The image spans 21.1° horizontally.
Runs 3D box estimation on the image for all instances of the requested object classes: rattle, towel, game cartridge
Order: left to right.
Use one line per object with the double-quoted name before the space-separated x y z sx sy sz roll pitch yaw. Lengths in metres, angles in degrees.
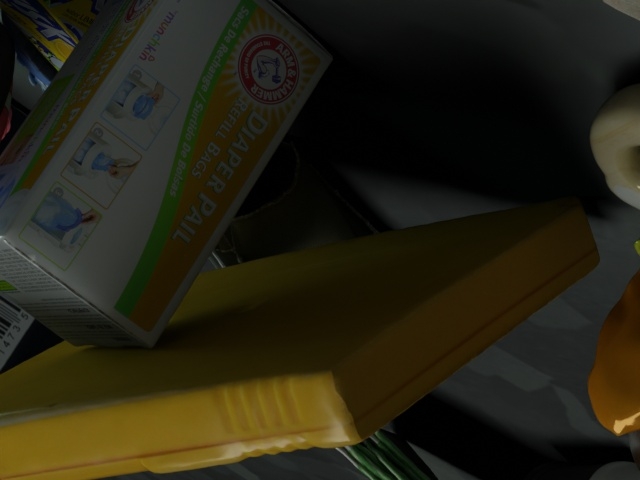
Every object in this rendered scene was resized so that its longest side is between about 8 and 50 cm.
"game cartridge" -0.034 0.060 0.957 0.323 0.285 0.053 -11 102 38
"towel" 0.156 0.274 1.550 0.325 0.038 0.248 38 179 19
"rattle" 0.159 -0.010 0.774 0.130 0.143 0.200 47 172 10

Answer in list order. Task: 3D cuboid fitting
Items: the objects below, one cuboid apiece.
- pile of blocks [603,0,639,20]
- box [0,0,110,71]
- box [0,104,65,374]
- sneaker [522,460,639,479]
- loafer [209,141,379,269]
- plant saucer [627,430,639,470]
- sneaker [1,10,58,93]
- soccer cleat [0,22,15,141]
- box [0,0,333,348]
"pile of blocks" 0.165 -0.090 0.568 0.362 0.113 0.149 38 162 -23
"box" -0.155 -0.148 1.037 0.059 0.054 0.169 17 159 38
"box" -0.345 0.058 1.532 0.212 0.293 0.395 35 162 -14
"sneaker" 0.278 0.277 1.446 0.296 0.104 0.147 45 160 -24
"loafer" -0.037 -0.016 1.146 0.251 0.094 0.087 37 166 -19
"plant saucer" 0.314 0.198 1.121 0.310 0.050 0.310 39 174 5
"sneaker" -0.174 -0.121 1.151 0.059 0.053 0.144 20 159 38
"soccer cleat" -0.227 -0.083 1.054 0.318 0.108 0.116 -121 7 -60
"box" -0.102 -0.051 0.967 0.103 0.203 0.114 39 160 -22
